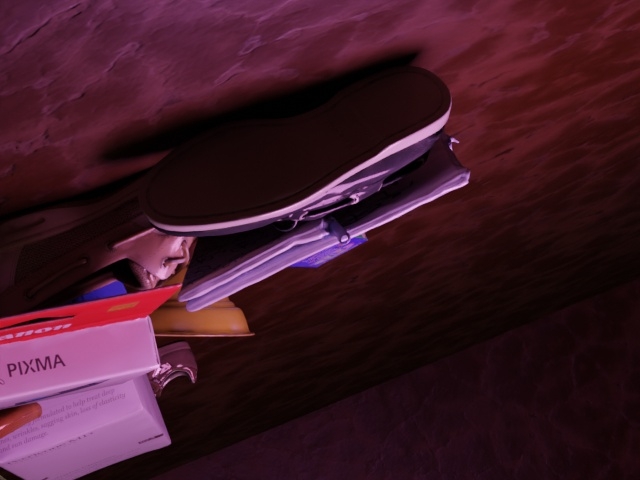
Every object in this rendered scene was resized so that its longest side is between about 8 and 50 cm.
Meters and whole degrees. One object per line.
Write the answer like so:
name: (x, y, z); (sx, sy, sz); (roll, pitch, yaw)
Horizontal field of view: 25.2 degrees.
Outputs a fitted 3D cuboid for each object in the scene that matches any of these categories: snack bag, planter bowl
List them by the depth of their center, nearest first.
snack bag: (0.005, -0.035, 1.621); (0.343, 0.037, 0.323); (-24, -170, 5)
planter bowl: (-0.188, 0.069, 1.737); (0.217, 0.090, 0.217); (0, 178, 0)

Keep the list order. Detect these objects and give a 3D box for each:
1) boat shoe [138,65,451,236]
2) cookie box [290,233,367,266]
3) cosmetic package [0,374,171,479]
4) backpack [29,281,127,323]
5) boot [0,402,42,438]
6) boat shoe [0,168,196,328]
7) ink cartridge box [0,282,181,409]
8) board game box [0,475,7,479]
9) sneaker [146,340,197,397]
boat shoe: (-0.023, -0.069, 1.461); (0.340, 0.127, 0.113); (-28, 150, -21)
cookie box: (0.000, 0.000, 1.966); (0.092, 0.040, 0.107); (-29, 166, 22)
cosmetic package: (-0.350, 0.235, 2.033); (0.217, 0.156, 0.385); (-21, 168, -4)
backpack: (-0.286, 0.062, 1.605); (0.101, 0.098, 0.120); (-16, 174, -37)
boot: (-0.397, 0.244, 1.524); (0.264, 0.096, 0.280); (7, -161, 29)
boat shoe: (-0.191, 0.003, 1.496); (0.341, 0.110, 0.121); (-19, 166, -17)
ink cartridge box: (-0.306, 0.125, 1.446); (0.296, 0.066, 0.261); (-10, 171, -26)
board game box: (-0.554, 0.431, 1.607); (0.356, 0.357, 0.356); (-23, 124, -39)
sneaker: (-0.286, 0.222, 2.274); (0.188, 0.071, 0.066); (-22, 167, -11)
